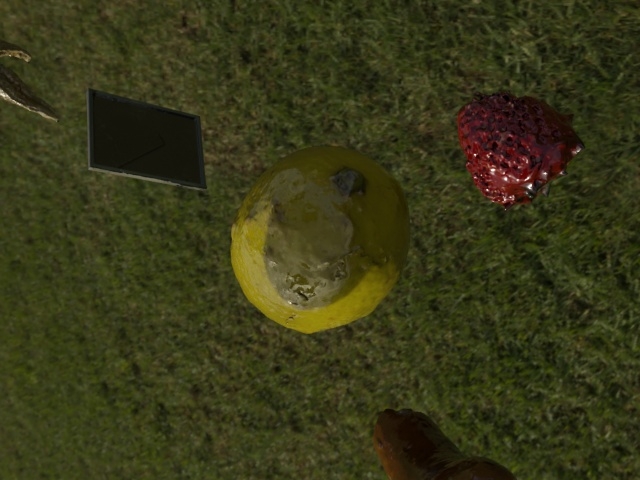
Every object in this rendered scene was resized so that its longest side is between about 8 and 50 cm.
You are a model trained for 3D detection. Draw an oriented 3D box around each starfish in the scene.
[{"bbox_3d":[-0.433,-0.202,0.774,0.236,0.277,0.062,-105,30,-48],"label":"starfish"}]

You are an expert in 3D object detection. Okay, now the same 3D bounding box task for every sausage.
[{"bbox_3d":[0.109,0.217,0.612,0.103,0.076,0.302,60,173,0],"label":"sausage"}]

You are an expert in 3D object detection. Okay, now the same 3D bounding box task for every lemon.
[{"bbox_3d":[-0.001,0.001,0.990,0.260,0.260,0.284,46,120,21],"label":"lemon"}]

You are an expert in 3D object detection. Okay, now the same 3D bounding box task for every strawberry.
[{"bbox_3d":[0.301,-0.151,1.101,0.201,0.187,0.184,40,119,9],"label":"strawberry"}]

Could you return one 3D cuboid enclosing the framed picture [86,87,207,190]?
[{"bbox_3d":[-0.210,-0.121,0.844,0.011,0.149,0.109,-35,56,45],"label":"framed picture"}]
